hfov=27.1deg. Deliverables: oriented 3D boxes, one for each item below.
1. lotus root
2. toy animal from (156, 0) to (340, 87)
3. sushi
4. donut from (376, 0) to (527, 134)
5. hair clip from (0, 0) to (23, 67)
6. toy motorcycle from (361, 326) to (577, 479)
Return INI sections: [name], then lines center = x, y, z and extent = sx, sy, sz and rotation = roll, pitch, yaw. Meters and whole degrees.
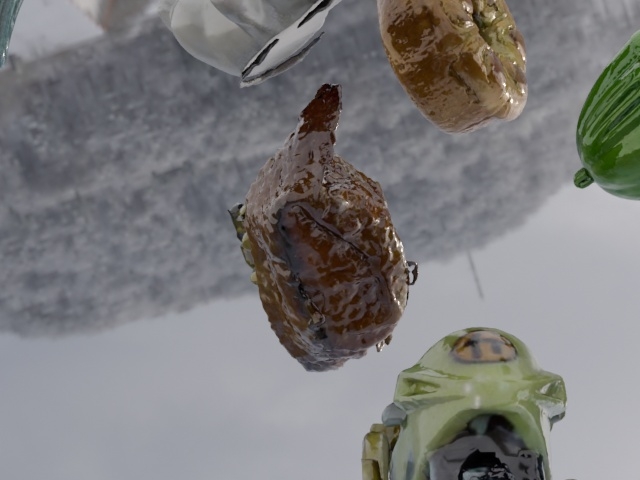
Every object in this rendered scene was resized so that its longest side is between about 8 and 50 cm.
[lotus root]
center = 0.327, -0.105, 1.362
extent = 0.186, 0.186, 0.186
rotation = -17, -170, 3
[toy animal]
center = -0.029, -0.284, 1.337
extent = 0.325, 0.154, 0.208
rotation = -36, 179, 27
[sushi]
center = -0.001, 0.003, 1.390
extent = 0.167, 0.296, 0.179
rotation = -23, -151, 0
[donut]
center = 0.157, -0.234, 1.566
extent = 0.114, 0.226, 0.226
rotation = -25, -173, 26
[hair clip]
center = -0.181, -0.207, 0.924
extent = 0.229, 0.070, 0.039
rotation = -61, 175, -27
[toy motorcycle]
center = 0.112, 0.213, 1.050
extent = 0.169, 0.237, 0.410
rotation = 3, 159, -2
